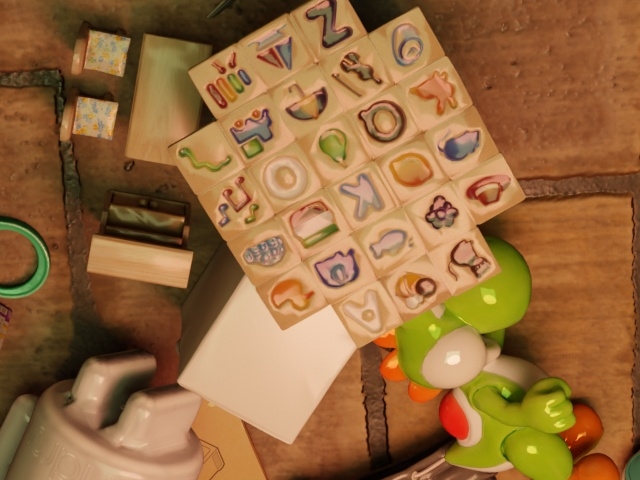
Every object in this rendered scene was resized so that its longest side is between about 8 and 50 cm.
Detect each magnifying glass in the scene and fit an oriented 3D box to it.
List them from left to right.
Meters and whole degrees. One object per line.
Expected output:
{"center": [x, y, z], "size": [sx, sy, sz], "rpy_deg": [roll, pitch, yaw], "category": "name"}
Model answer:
{"center": [-0.411, -0.013, 1.750], "size": [0.231, 0.026, 0.092], "rpy_deg": [32, 105, -13], "category": "magnifying glass"}

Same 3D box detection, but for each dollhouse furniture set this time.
{"center": [-0.174, -0.095, 1.663], "size": [0.212, 0.161, 0.242], "rpy_deg": [10, 109, -7], "category": "dollhouse furniture set"}

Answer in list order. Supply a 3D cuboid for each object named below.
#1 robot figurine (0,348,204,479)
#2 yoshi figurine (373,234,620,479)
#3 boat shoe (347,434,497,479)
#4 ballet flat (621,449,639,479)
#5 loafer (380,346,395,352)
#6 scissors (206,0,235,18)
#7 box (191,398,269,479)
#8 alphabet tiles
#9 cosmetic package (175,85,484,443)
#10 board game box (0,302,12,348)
{"center": [-0.262, 0.297, 1.757], "size": [0.300, 0.200, 0.353], "rpy_deg": [33, 108, 28], "category": "robot figurine"}
{"center": [0.219, 0.134, 1.750], "size": [0.362, 0.203, 0.203], "rpy_deg": [47, 57, -23], "category": "yoshi figurine"}
{"center": [0.049, 0.306, 1.862], "size": [0.335, 0.112, 0.095], "rpy_deg": [-15, 93, -4], "category": "boat shoe"}
{"center": [0.560, 0.248, 1.870], "size": [0.400, 0.139, 0.139], "rpy_deg": [-25, 110, 10], "category": "ballet flat"}
{"center": [0.113, 0.122, 1.823], "size": [0.056, 0.050, 0.148], "rpy_deg": [-42, 123, 12], "category": "loafer"}
{"center": [-0.014, -0.328, 1.624], "size": [0.297, 0.109, 0.021], "rpy_deg": [-34, 87, 10], "category": "scissors"}
{"center": [-0.177, 0.275, 1.872], "size": [0.201, 0.021, 0.164], "rpy_deg": [-20, 110, 4], "category": "box"}
{"center": [0.028, -0.067, 1.545], "size": [0.285, 0.011, 0.342], "rpy_deg": [-29, 108, 6], "category": "alphabet tiles"}
{"center": [0.000, 0.000, 1.683], "size": [0.156, 0.217, 0.385], "rpy_deg": [28, 107, -13], "category": "cosmetic package"}
{"center": [-0.500, 0.068, 1.710], "size": [0.275, 0.142, 0.144], "rpy_deg": [41, 102, -16], "category": "board game box"}
